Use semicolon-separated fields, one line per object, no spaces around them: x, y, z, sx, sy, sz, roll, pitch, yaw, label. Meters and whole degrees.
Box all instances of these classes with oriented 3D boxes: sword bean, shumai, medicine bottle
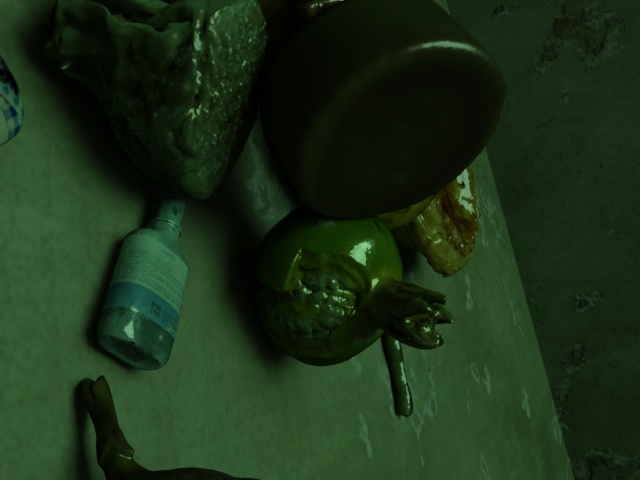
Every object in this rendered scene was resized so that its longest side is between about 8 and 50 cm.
0.145;0.214;1.299;0.043;0.038;0.269;10;68;-67;sword bean
-0.189;-0.189;0.766;0.261;0.221;0.225;92;19;-45;shumai
-0.189;0.038;0.736;0.090;0.053;0.209;47;33;-40;medicine bottle

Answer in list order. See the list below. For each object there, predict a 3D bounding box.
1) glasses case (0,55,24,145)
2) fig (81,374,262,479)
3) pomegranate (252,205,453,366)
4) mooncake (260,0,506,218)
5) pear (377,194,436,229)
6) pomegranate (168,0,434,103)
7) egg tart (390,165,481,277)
-0.345;-0.080;0.475;0.125;0.076;0.327;61;28;-20;glasses case
-0.135;0.279;0.579;0.369;0.286;0.286;51;14;31;fig
0.045;0.067;0.908;0.236;0.301;0.236;-23;119;-50;pomegranate
0.069;-0.165;0.816;0.284;0.284;0.156;31;27;-54;mooncake
0.088;-0.152;1.141;0.280;0.280;0.281;39;42;-48;pear
-0.025;-0.377;0.921;0.411;0.411;0.412;39;42;-48;pomegranate
0.220;-0.124;1.478;0.443;0.178;0.443;35;48;-51;egg tart
